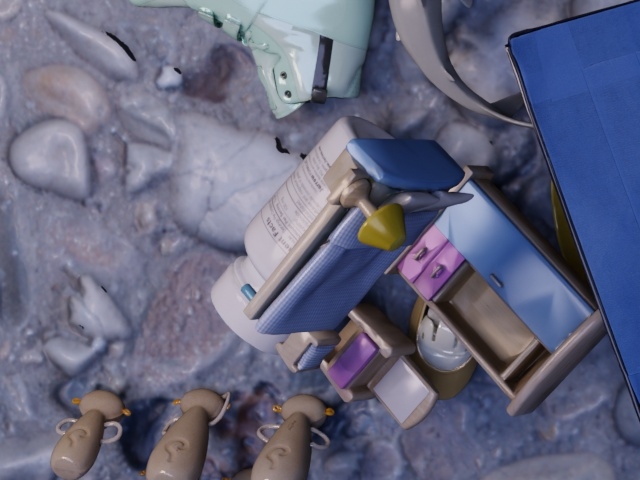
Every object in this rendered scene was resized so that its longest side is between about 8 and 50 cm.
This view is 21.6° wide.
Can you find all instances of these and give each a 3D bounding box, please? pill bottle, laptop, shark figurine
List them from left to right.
[{"bbox_3d":[0.000,0.000,1.656,0.131,0.131,0.229,42,109,2],"label":"pill bottle"},{"bbox_3d":[0.113,-0.218,1.563,0.166,0.116,0.278,-17,92,-14],"label":"shark figurine"},{"bbox_3d":[0.439,-0.075,1.430,0.408,0.236,0.382,-22,86,33],"label":"laptop"}]

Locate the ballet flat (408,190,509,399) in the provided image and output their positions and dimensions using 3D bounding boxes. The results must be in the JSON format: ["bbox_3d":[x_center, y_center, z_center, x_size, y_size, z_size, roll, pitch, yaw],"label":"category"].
[{"bbox_3d":[0.132,0.058,1.666,0.080,0.073,0.232,14,106,9],"label":"ballet flat"}]

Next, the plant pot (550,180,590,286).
[{"bbox_3d":[0.285,-0.028,1.591,0.095,0.134,0.134,-9,101,-10],"label":"plant pot"}]

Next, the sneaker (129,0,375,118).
[{"bbox_3d":[-0.077,-0.196,1.647,0.256,0.094,0.151,5,97,11],"label":"sneaker"}]

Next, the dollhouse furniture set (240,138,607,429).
[{"bbox_3d":[0.070,0.081,1.482,0.198,0.303,0.286,49,115,23],"label":"dollhouse furniture set"}]

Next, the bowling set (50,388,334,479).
[{"bbox_3d":[-0.133,0.262,1.763,0.287,0.154,0.200,7,123,11],"label":"bowling set"}]
